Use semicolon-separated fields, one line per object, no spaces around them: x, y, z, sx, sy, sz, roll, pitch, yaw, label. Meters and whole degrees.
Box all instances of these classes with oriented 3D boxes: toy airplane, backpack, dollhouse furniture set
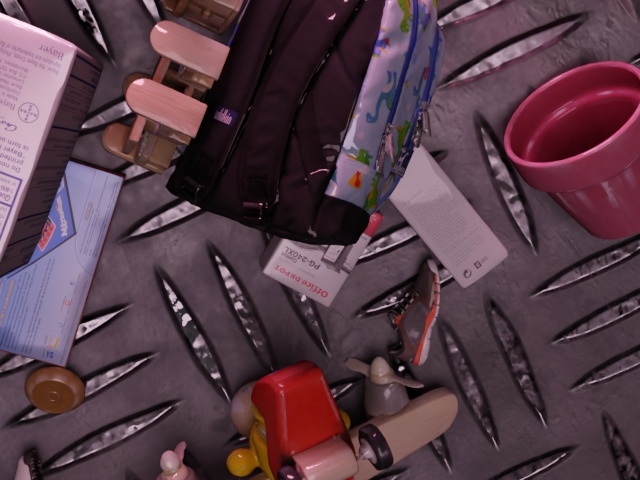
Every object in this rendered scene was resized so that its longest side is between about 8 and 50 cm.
-0.032;0.312;1.622;0.386;0.272;0.384;17;118;-48;toy airplane
0.002;-0.189;1.447;0.273;0.290;0.355;3;100;-46;backpack
-0.211;-0.231;1.457;0.161;0.212;0.242;23;75;-14;dollhouse furniture set

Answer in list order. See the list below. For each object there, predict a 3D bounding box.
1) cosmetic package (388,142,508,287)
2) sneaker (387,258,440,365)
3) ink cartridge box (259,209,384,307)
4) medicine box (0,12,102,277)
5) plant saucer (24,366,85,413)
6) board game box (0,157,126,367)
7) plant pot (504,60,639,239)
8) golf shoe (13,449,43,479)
0.143;-0.056;1.593;0.085;0.117;0.231;-38;108;4;cosmetic package
0.128;0.100;1.664;0.065;0.061;0.158;9;103;-3;sneaker
0.000;0.000;1.616;0.109;0.063;0.150;28;99;-14;ink cartridge box
-0.386;-0.112;1.406;0.149;0.263;0.289;21;92;-5;medicine box
-0.367;0.211;1.637;0.083;0.015;0.083;-1;122;-1;plant saucer
-0.371;0.023;1.593;0.145;0.027;0.281;17;102;-12;board game box
0.372;-0.106;1.580;0.201;0.201;0.180;-36;122;3;plant pot
-0.437;0.385;1.657;0.094;0.077;0.198;9;103;-9;golf shoe
